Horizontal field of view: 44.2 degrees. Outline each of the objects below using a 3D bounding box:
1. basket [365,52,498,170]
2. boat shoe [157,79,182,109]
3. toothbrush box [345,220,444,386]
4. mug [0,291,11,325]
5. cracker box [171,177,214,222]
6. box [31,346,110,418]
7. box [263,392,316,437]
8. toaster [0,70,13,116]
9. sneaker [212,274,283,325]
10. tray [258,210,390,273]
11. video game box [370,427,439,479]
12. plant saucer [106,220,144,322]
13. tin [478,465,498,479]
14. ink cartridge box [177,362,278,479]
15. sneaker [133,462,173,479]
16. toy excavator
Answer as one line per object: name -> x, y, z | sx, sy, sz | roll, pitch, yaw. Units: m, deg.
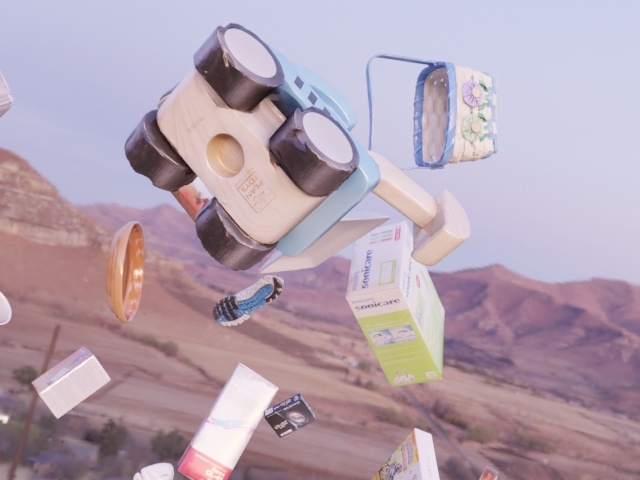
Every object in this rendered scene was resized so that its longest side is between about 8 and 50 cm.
basket -> 0.240, -0.279, 1.730 | 0.288, 0.255, 0.201 | -2, 1, -11
boat shoe -> -0.286, -0.398, 2.055 | 0.335, 0.096, 0.112 | -11, -40, 37
toothbrush box -> 0.165, 0.136, 1.663 | 0.122, 0.206, 0.283 | -13, -54, 21
mug -> -0.767, 0.179, 1.719 | 0.113, 0.169, 0.150 | 54, 13, 2
cracker box -> -0.168, -0.122, 1.575 | 0.156, 0.232, 0.067 | 52, -20, -7
box -> -0.683, 0.385, 2.155 | 0.130, 0.170, 0.091 | 7, -50, 61
box -> -0.060, 0.342, 1.537 | 0.067, 0.083, 0.018 | 60, 7, -29
toaster -> -0.712, -0.301, 1.550 | 0.129, 0.227, 0.146 | -24, 8, 36
sneaker -> -0.163, 0.140, 1.850 | 0.190, 0.071, 0.083 | -27, 0, 12
tray -> 0.000, 0.000, 1.512 | 0.145, 0.030, 0.270 | -4, -20, -37
video game box -> 0.160, 0.497, 1.510 | 0.048, 0.187, 0.205 | 27, 28, -17
plant saucer -> -0.382, 0.061, 1.540 | 0.037, 0.200, 0.200 | 4, -2, -1
tin -> 0.395, 0.627, 1.933 | 0.040, 0.106, 0.190 | 21, -39, 18
ink cartridge box -> -0.245, 0.491, 2.077 | 0.131, 0.306, 0.226 | 32, -14, -1
sneaker -> -0.392, 0.621, 1.734 | 0.110, 0.292, 0.118 | 0, 41, -40
toy excavator -> 0.016, -0.108, 1.149 | 0.433, 0.222, 0.445 | 49, 31, 3
